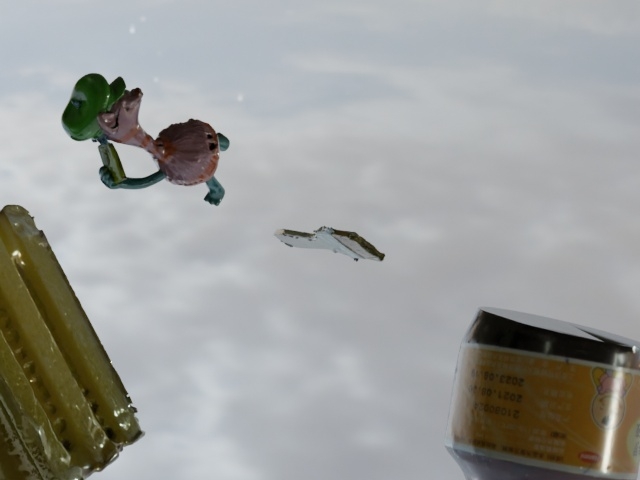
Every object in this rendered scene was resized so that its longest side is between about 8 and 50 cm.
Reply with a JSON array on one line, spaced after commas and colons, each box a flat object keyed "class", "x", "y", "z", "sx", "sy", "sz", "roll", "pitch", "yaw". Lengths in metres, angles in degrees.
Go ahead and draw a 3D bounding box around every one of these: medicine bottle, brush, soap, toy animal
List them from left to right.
[{"class": "soap", "x": -0.334, "y": 0.126, "z": 1.325, "sx": 0.091, "sy": 0.315, "sz": 0.199, "roll": -27, "pitch": -176, "yaw": 21}, {"class": "toy animal", "x": -0.168, "y": -0.091, "z": 1.203, "sx": 0.100, "sy": 0.103, "sz": 0.208, "roll": 37, "pitch": -170, "yaw": 35}, {"class": "brush", "x": 0.000, "y": 0.000, "z": 1.866, "sx": 0.085, "sy": 0.020, "sz": 0.336, "roll": 35, "pitch": 168, "yaw": -22}, {"class": "medicine bottle", "x": 0.261, "y": 0.291, "z": 1.447, "sx": 0.242, "sy": 0.395, "sz": 0.242, "roll": 9, "pitch": 179, "yaw": 0}]
